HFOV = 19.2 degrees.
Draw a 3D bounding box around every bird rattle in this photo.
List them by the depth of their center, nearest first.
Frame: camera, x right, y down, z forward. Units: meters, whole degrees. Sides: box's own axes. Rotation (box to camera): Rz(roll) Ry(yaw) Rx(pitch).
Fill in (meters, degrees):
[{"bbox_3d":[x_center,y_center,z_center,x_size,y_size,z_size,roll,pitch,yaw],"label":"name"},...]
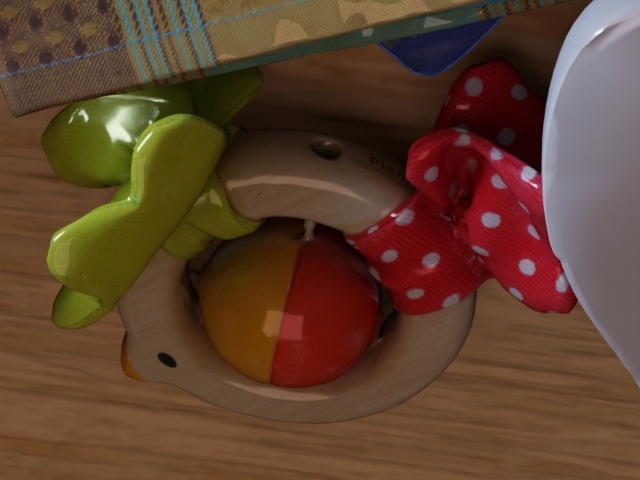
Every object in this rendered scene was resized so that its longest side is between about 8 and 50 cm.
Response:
[{"bbox_3d":[0.000,0.000,0.844,0.254,0.143,0.207,5,136,-9],"label":"bird rattle"}]

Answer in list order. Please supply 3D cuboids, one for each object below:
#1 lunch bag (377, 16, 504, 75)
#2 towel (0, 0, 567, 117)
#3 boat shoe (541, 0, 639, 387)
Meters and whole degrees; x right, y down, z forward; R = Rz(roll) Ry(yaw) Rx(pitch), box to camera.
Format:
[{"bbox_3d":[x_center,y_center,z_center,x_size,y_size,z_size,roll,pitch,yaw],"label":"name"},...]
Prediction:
[{"bbox_3d":[0.048,-0.116,0.766,0.067,0.065,0.098,37,120,-14],"label":"lunch bag"},{"bbox_3d":[0.014,-0.208,0.693,0.370,0.040,0.271,-12,101,18],"label":"towel"},{"bbox_3d":[0.160,-0.005,0.774,0.108,0.102,0.301,-17,133,15],"label":"boat shoe"}]
